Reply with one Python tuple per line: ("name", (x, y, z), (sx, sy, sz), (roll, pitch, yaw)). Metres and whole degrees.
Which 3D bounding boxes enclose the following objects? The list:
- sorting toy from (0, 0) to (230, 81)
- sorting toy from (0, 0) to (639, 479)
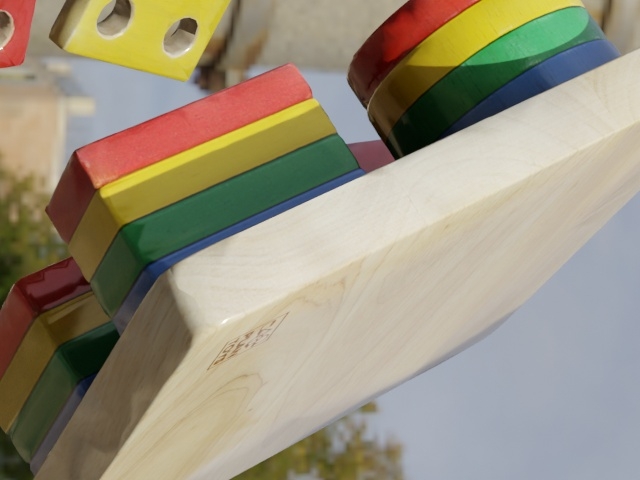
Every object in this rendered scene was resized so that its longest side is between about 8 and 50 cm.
("sorting toy", (-0.045, -0.154, 0.393), (0.046, 0.132, 0.274), (40, -49, 33))
("sorting toy", (0.000, 0.000, 0.705), (0.089, 0.255, 0.257), (57, -31, 13))
